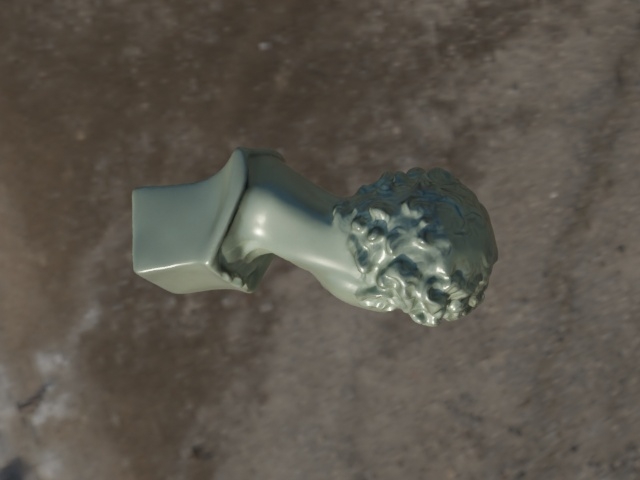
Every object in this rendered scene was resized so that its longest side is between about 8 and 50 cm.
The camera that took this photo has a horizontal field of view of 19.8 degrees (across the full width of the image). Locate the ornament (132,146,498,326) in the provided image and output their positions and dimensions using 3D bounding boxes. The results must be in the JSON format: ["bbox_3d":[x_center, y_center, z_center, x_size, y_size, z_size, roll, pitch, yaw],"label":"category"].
[{"bbox_3d":[-0.006,-0.008,1.399,0.285,0.130,0.120,8,80,8],"label":"ornament"}]
